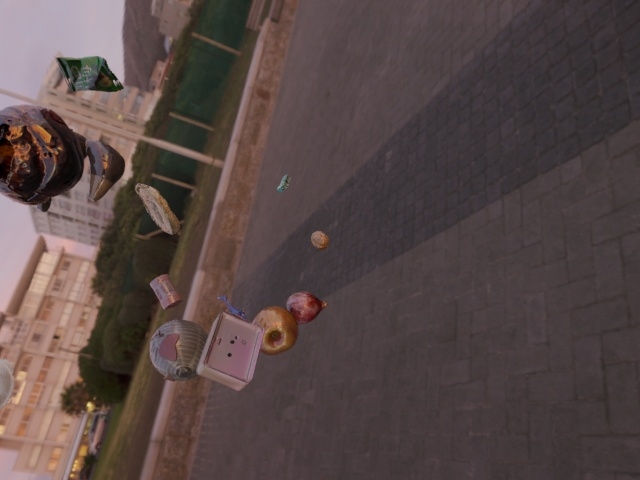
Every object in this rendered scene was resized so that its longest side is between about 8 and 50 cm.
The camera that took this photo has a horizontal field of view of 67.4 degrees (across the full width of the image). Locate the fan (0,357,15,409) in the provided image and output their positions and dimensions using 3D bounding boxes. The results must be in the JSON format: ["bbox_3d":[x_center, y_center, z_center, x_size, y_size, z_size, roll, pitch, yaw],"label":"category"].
[{"bbox_3d":[-1.008,0.496,1.356,0.012,0.233,0.414,-65,35,38],"label":"fan"}]

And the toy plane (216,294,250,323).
[{"bbox_3d":[-0.338,0.279,1.865,0.062,0.167,0.054,-37,1,20],"label":"toy plane"}]

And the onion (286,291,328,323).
[{"bbox_3d":[-0.061,0.307,2.225,0.159,0.195,0.159,-11,-90,-84],"label":"onion"}]

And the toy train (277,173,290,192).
[{"bbox_3d":[-0.151,-0.239,2.003,0.045,0.029,0.092,-26,34,33],"label":"toy train"}]

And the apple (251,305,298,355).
[{"bbox_3d":[-0.199,0.391,2.071,0.188,0.211,0.211,-116,46,-75],"label":"apple"}]

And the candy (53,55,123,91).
[{"bbox_3d":[-0.812,-0.584,1.688,0.078,0.203,0.141,-84,-4,-47],"label":"candy"}]

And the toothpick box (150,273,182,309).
[{"bbox_3d":[-0.749,0.251,2.332,0.149,0.098,0.098,57,144,11],"label":"toothpick box"}]

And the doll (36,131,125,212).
[{"bbox_3d":[-1.077,-0.294,2.037,0.252,0.379,0.382,86,-158,-78],"label":"doll"}]

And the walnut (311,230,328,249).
[{"bbox_3d":[0.000,0.000,2.275,0.096,0.082,0.079,42,143,24],"label":"walnut"}]

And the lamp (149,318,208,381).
[{"bbox_3d":[-0.544,0.430,1.871,0.233,0.233,0.265,-100,6,-55],"label":"lamp"}]

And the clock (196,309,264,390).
[{"bbox_3d":[-0.254,0.314,1.372,0.071,0.147,0.192,-50,20,38],"label":"clock"}]

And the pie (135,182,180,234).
[{"bbox_3d":[-0.715,-0.138,2.100,0.055,0.274,0.274,-40,4,-25],"label":"pie"}]

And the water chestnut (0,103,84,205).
[{"bbox_3d":[-0.826,-0.246,1.385,0.244,0.289,0.289,-2,72,63],"label":"water chestnut"}]
